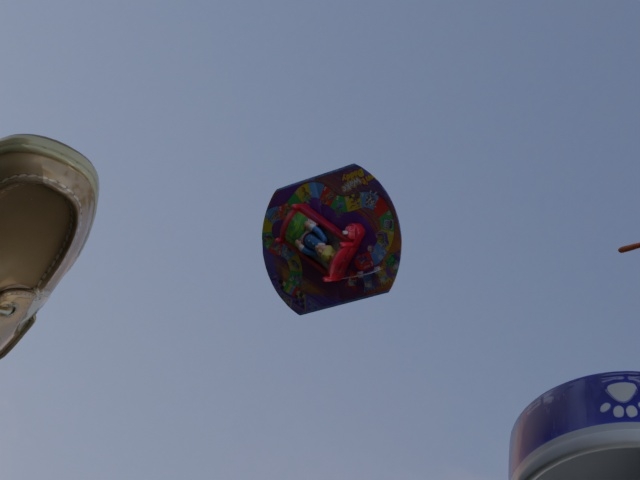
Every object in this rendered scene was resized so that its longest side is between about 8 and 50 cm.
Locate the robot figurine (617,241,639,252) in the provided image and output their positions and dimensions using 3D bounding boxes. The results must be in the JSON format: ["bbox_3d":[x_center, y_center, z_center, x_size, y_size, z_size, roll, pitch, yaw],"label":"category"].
[{"bbox_3d":[0.350,-0.009,1.051,0.158,0.219,0.128,-174,-89,-75],"label":"robot figurine"}]

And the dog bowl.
[{"bbox_3d":[0.345,0.269,1.517,0.265,0.104,0.265,3,-45,3],"label":"dog bowl"}]

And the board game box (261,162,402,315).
[{"bbox_3d":[0.000,0.000,1.331,0.168,0.033,0.133,-16,-97,33],"label":"board game box"}]

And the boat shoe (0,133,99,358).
[{"bbox_3d":[-0.283,0.051,1.089,0.121,0.110,0.341,25,-50,-21],"label":"boat shoe"}]
